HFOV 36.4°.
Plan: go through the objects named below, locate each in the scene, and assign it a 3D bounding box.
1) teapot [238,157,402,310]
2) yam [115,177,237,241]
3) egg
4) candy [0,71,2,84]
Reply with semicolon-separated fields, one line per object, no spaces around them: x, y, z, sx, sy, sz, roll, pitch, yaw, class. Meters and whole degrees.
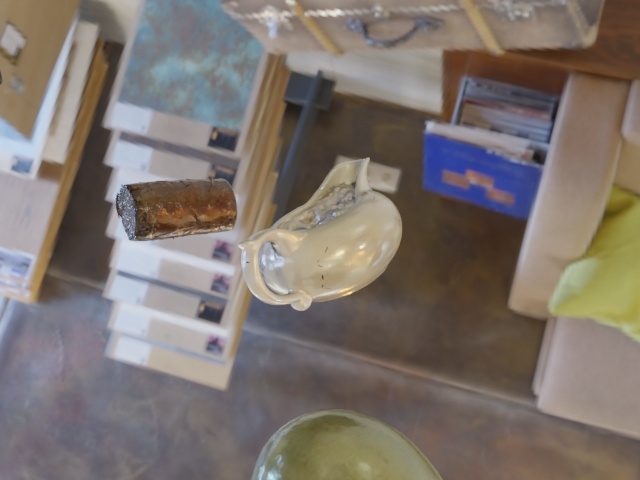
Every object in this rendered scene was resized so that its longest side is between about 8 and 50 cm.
0.000;0.000;1.339;0.208;0.166;0.299;4;-159;33;teapot
-0.185;-0.040;1.245;0.141;0.079;0.079;-8;179;-33;yam
0.051;0.335;1.187;0.295;0.218;0.218;33;170;21;egg
-0.335;-0.054;0.824;0.051;0.226;0.094;23;177;14;candy
